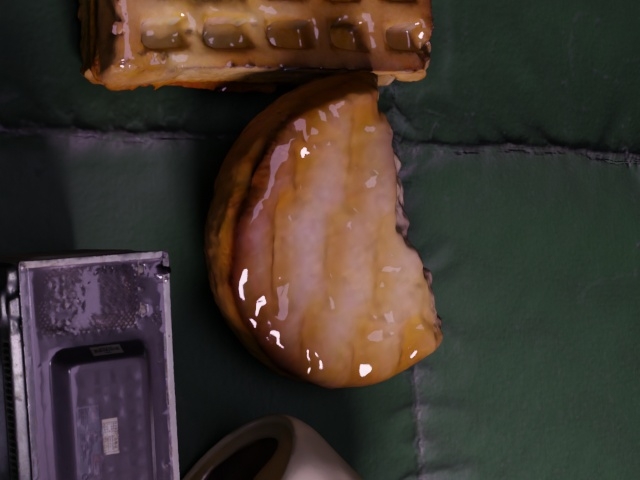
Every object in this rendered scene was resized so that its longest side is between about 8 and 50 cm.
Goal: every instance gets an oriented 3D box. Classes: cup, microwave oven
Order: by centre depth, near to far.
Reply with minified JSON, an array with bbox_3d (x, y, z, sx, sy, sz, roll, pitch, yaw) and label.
[{"bbox_3d":[-0.191,0.110,0.867,0.129,0.163,0.205,-5,91,-33],"label":"microwave oven"},{"bbox_3d":[-0.035,0.294,0.948,0.202,0.173,0.255,47,61,-20],"label":"cup"}]

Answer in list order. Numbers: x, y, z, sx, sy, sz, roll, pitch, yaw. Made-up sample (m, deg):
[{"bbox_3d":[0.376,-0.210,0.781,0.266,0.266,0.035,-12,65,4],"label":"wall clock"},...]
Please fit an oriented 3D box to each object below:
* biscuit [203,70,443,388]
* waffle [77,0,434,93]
[{"bbox_3d":[-0.001,0.000,1.033,0.213,0.091,0.274,-19,114,-26],"label":"biscuit"},{"bbox_3d":[-0.056,-0.239,1.036,0.328,0.098,0.224,-6,87,-33],"label":"waffle"}]
